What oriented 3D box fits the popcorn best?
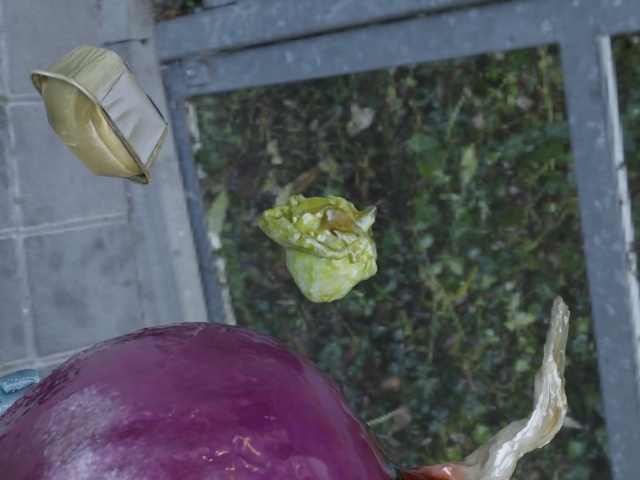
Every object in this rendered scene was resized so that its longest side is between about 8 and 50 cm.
[{"bbox_3d":[0.001,0.002,0.637,0.083,0.059,0.068,26,69,-42],"label":"popcorn"}]

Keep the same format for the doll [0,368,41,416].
[{"bbox_3d":[-0.409,0.185,1.203,0.179,0.120,0.075,-23,129,-24],"label":"doll"}]

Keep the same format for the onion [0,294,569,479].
[{"bbox_3d":[-0.017,0.202,0.533,0.358,0.345,0.358,41,33,-34],"label":"onion"}]

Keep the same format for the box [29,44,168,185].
[{"bbox_3d":[-0.240,-0.131,1.138,0.111,0.111,0.177,-62,144,-25],"label":"box"}]
